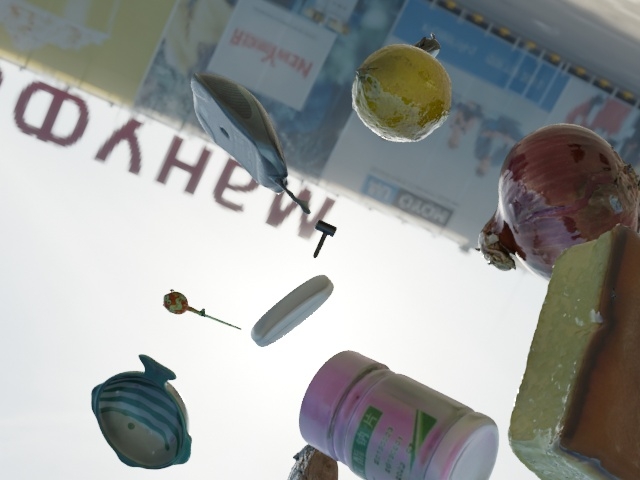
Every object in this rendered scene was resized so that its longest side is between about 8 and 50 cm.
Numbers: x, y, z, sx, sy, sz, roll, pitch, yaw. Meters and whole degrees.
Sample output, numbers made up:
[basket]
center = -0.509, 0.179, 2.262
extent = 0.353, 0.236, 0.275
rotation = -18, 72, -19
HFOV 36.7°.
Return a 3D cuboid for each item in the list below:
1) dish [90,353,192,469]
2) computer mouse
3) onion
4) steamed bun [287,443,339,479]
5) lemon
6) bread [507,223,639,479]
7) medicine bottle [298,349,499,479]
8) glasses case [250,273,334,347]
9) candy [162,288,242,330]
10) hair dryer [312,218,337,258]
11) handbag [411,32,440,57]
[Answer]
[dish]
center = -0.308, 0.306, 1.775
extent = 0.224, 0.246, 0.078
rotation = 29, -152, 14
[computer mouse]
center = -0.121, -0.193, 1.843
extent = 0.379, 0.090, 0.167
rotation = 49, 161, 19
[onion]
center = 0.509, -0.059, 1.940
extent = 0.353, 0.354, 0.354
rotation = 26, -166, -7
[steamed bun]
center = -0.022, 0.540, 2.178
extent = 0.106, 0.145, 0.175
rotation = 16, -123, -11
[lemon]
center = 0.164, -0.298, 1.950
extent = 0.231, 0.192, 0.192
rotation = 26, -168, -35
[bread]
center = 0.398, 0.196, 1.167
extent = 0.333, 0.143, 0.324
rotation = 36, -125, -20
[medicine bottle]
center = 0.142, 0.356, 1.782
extent = 0.325, 0.212, 0.212
rotation = 24, -170, 35
[glasses case]
center = -0.067, 0.165, 2.281
extent = 0.059, 0.233, 0.092
rotation = 53, 177, -26
[candy]
center = -0.236, 0.149, 1.953
extent = 0.184, 0.049, 0.056
rotation = 25, -152, -27
[hair dryer]
center = 0.000, 0.000, 2.089
extent = 0.047, 0.083, 0.026
rotation = 24, 173, -4
[handbag]
center = 0.230, -0.435, 2.242
extent = 0.047, 0.111, 0.072
rotation = 51, 159, 17
